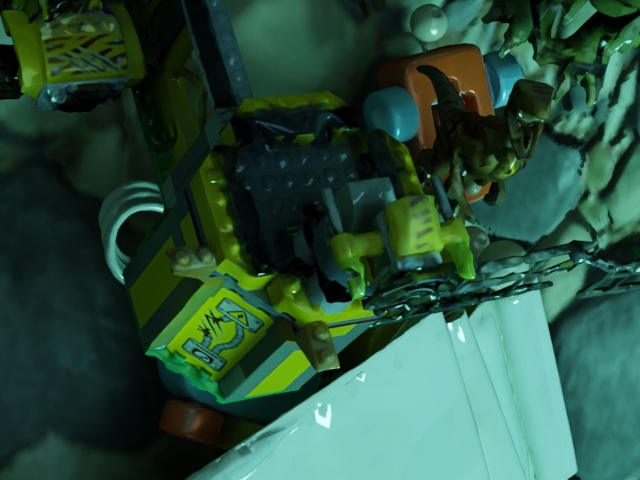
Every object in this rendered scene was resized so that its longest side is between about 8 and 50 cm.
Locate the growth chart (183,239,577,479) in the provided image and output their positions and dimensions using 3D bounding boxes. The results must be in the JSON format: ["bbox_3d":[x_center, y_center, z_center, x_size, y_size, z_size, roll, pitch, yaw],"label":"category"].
[{"bbox_3d":[-0.007,0.102,0.509,0.237,0.021,0.172,-30,136,-23],"label":"growth chart"}]

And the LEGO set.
[{"bbox_3d":[0.085,-0.099,0.438,0.331,0.192,0.255,1,66,-25],"label":"LEGO set"}]

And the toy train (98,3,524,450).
[{"bbox_3d":[0.000,0.000,0.526,0.166,0.046,0.125,-25,106,-30],"label":"toy train"}]
